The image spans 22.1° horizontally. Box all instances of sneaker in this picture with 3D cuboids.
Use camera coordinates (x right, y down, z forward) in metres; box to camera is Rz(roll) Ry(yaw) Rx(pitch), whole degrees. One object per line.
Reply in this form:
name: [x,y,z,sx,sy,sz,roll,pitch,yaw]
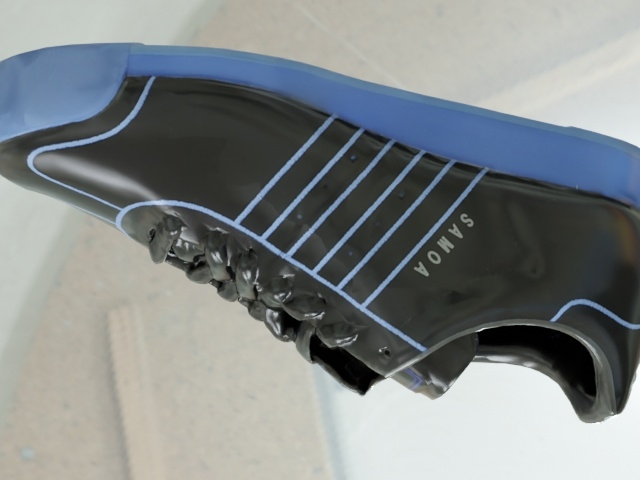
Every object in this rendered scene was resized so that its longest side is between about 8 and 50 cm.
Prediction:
sneaker: [0.000,0.000,0.527,0.232,0.081,0.091,9,-107,-6]
